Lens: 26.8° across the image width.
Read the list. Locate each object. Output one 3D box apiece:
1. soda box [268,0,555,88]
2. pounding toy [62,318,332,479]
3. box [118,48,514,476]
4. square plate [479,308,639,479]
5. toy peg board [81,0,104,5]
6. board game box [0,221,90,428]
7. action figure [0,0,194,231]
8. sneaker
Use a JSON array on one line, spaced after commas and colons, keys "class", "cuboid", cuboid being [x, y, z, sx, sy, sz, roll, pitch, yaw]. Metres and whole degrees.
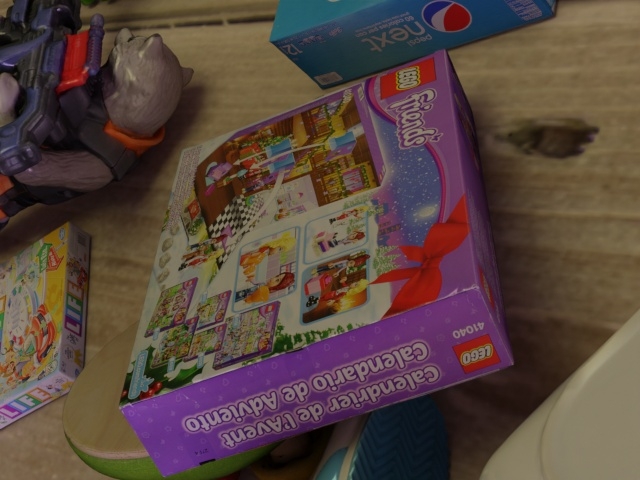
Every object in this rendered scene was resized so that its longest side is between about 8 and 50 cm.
[{"class": "soda box", "cuboid": [0.066, -0.179, 0.969, 0.210, 0.067, 0.071, -12, 53, 38]}, {"class": "pounding toy", "cuboid": [-0.037, 0.101, 0.857, 0.237, 0.110, 0.183, -34, 27, -21]}, {"class": "box", "cuboid": [0.000, 0.000, 0.805, 0.201, 0.057, 0.293, -20, 29, 14]}, {"class": "square plate", "cuboid": [0.235, 0.067, 0.568, 0.347, 0.049, 0.344, -46, 26, 3]}, {"class": "toy peg board", "cuboid": [-0.189, -0.307, 1.321, 0.161, 0.079, 0.160, -1, 46, 43]}, {"class": "board game box", "cuboid": [-0.239, 0.070, 1.110, 0.103, 0.026, 0.154, -29, 45, 26]}, {"class": "action figure", "cuboid": [-0.256, -0.105, 1.180, 0.330, 0.178, 0.341, -22, 38, 23]}, {"class": "sneaker", "cuboid": [0.002, 0.176, 0.753, 0.092, 0.087, 0.228, -3, 58, 45]}]
